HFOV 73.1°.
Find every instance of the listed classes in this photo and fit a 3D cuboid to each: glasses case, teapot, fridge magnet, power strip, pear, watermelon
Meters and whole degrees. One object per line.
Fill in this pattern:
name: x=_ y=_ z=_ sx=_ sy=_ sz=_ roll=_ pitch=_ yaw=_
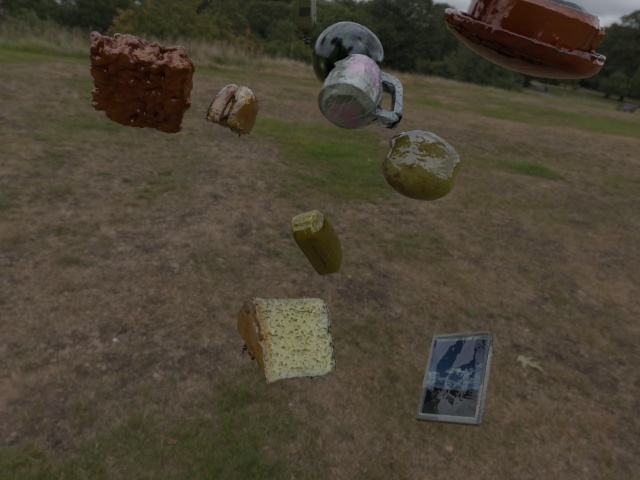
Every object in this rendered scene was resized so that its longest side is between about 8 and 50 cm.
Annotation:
glasses case: x=0.000 y=0.000 z=1.864 sx=0.141 sy=0.371 sz=0.173 roll=-15 pitch=53 yaw=12
teapot: x=0.118 y=-0.413 z=1.171 sx=0.222 sy=0.163 sz=0.178 roll=9 pitch=63 yaw=21
fridge magnet: x=0.457 y=-0.467 z=0.970 sx=0.364 sy=0.155 sz=0.363 roll=12 pitch=33 yaw=-8
power strip: x=-0.046 y=-0.790 z=1.275 sx=0.066 sy=0.387 sz=0.092 roll=1 pitch=23 yaw=5
pear: x=0.280 y=-0.217 z=1.232 sx=0.211 sy=0.188 sz=0.228 roll=27 pitch=26 yaw=-1
watermelon: x=0.096 y=-0.669 z=1.590 sx=0.269 sy=0.269 sz=0.269 roll=9 pitch=25 yaw=-4

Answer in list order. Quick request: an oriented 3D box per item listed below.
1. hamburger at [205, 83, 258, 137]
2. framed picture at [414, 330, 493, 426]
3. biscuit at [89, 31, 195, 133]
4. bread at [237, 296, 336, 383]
hamburger: x=-0.269 y=-0.419 z=1.382 sx=0.144 sy=0.156 sz=0.283 roll=27 pitch=7 yaw=-13
framed picture: x=0.361 y=0.364 z=1.157 sx=0.189 sy=0.023 sz=0.260 roll=-17 pitch=39 yaw=46
biscuit: x=-0.585 y=-0.505 z=1.422 sx=0.312 sy=0.318 sz=0.110 roll=6 pitch=51 yaw=-21
bread: x=-0.122 y=0.311 z=1.305 sx=0.249 sy=0.315 sz=0.279 roll=-3 pitch=62 yaw=-20
